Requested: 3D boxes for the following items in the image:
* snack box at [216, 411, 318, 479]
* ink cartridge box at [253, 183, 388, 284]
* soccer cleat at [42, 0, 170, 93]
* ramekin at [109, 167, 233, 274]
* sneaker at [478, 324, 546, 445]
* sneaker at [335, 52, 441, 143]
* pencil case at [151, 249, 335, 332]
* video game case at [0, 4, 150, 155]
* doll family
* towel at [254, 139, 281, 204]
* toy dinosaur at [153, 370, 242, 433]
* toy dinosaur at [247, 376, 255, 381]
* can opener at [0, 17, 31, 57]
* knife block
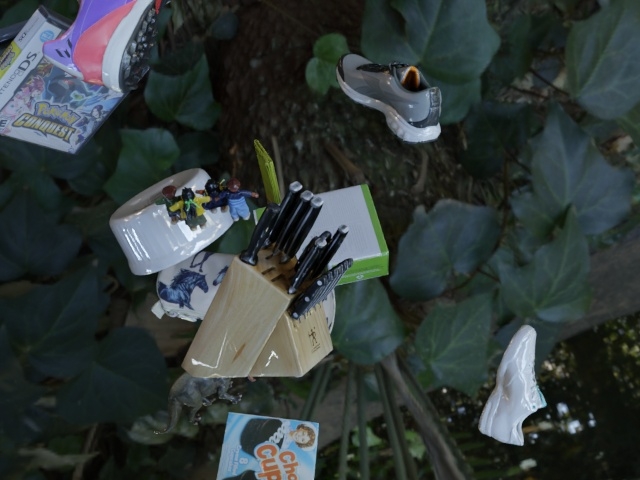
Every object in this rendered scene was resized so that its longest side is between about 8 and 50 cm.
[{"bbox_3d":[-0.110,0.499,1.301,0.187,0.321,0.060,7,143,-2],"label":"snack box"},{"bbox_3d":[0.000,0.000,1.461,0.256,0.188,0.097,-12,147,-2],"label":"ink cartridge box"},{"bbox_3d":[-0.255,-0.341,0.904,0.117,0.318,0.108,16,155,-2],"label":"soccer cleat"},{"bbox_3d":[-0.346,-0.053,1.566,0.277,0.277,0.135,-23,111,12],"label":"ramekin"},{"bbox_3d":[0.361,0.259,1.213,0.080,0.094,0.212,14,95,-60],"label":"sneaker"},{"bbox_3d":[0.125,-0.277,1.205,0.100,0.271,0.107,-16,133,-30],"label":"sneaker"},{"bbox_3d":[-0.166,0.130,1.529,0.411,0.183,0.160,10,157,20],"label":"pencil case"},{"bbox_3d":[-0.484,-0.282,1.267,0.248,0.035,0.275,-46,160,13],"label":"video game case"},{"bbox_3d":[-0.219,-0.077,1.314,0.193,0.076,0.111,-17,142,-10],"label":"doll family"},{"bbox_3d":[-0.119,-0.115,1.592,0.021,0.102,0.237,-23,136,-14],"label":"towel"},{"bbox_3d":[-0.307,0.373,1.746,0.314,0.121,0.160,-28,121,0],"label":"toy dinosaur"},{"bbox_3d":[-0.139,0.189,1.196,0.047,0.082,0.090,-1,122,-20],"label":"toy dinosaur"},{"bbox_3d":[-0.674,-0.365,1.327,0.284,0.075,0.095,-21,-178,-5],"label":"can opener"},{"bbox_3d":[-0.084,0.056,0.908,0.276,0.088,0.241,-8,101,32],"label":"knife block"}]
